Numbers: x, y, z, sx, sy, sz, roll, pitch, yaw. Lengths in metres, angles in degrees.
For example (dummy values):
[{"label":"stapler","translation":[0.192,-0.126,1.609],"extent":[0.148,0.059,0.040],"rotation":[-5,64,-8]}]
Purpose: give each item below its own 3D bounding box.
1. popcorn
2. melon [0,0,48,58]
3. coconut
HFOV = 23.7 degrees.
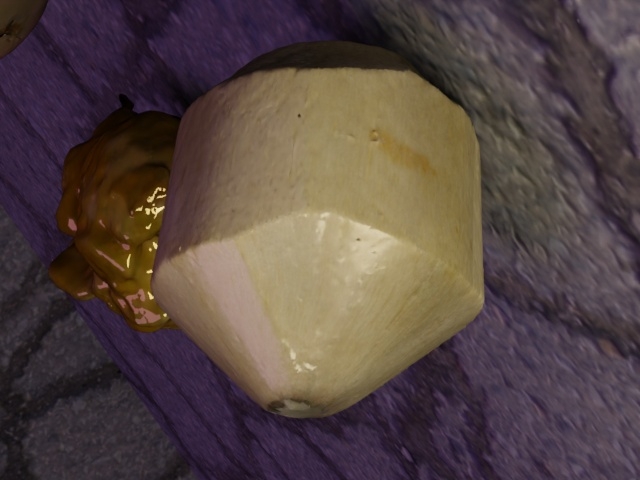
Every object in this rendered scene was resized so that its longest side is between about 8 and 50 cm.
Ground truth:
[{"label":"popcorn","translation":[-0.138,-0.014,1.381],"extent":[0.190,0.191,0.253],"rotation":[22,-178,-30]},{"label":"melon","translation":[-0.365,-0.288,1.324],"extent":[0.317,0.223,0.223],"rotation":[46,163,14]},{"label":"coconut","translation":[0.000,0.000,0.927],"extent":[0.202,0.202,0.222],"rotation":[90,-176,-69]}]
